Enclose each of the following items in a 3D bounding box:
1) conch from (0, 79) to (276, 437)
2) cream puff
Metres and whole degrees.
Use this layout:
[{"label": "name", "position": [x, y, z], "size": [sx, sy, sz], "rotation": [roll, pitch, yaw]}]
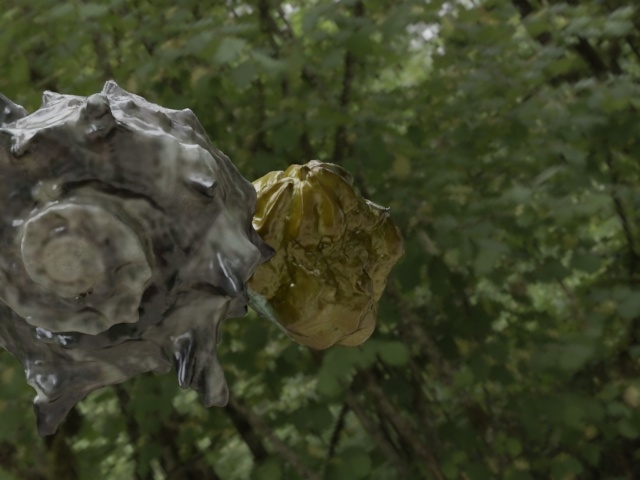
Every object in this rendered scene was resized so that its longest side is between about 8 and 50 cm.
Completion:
[{"label": "conch", "position": [-0.170, -0.017, 0.723], "size": [0.186, 0.313, 0.241], "rotation": [-41, -19, -38]}, {"label": "cream puff", "position": [0.000, 0.000, 0.817], "size": [0.116, 0.146, 0.146], "rotation": [-50, -13, 22]}]
